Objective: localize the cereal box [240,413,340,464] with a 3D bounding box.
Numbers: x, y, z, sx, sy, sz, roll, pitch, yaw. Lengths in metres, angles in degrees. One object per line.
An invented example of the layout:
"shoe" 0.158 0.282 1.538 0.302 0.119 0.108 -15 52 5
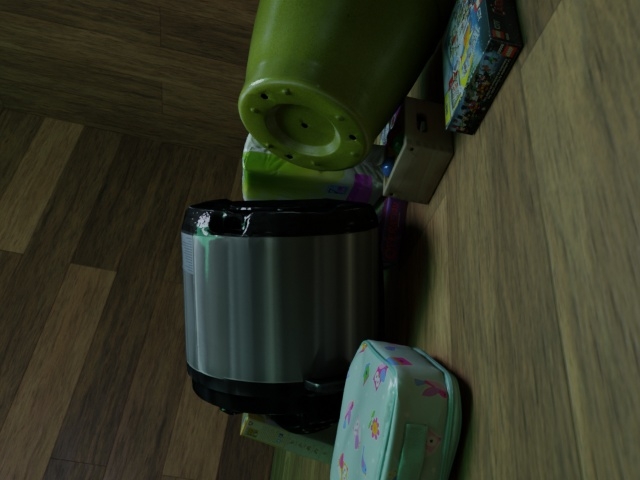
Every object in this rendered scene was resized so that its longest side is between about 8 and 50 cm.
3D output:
"cereal box" -0.041 0.380 1.211 0.173 0.240 0.047 -112 45 -81

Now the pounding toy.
"pounding toy" 0.155 -0.153 1.070 0.206 0.094 0.181 109 170 -50

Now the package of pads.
"package of pads" -0.017 -0.136 1.245 0.229 0.296 0.101 123 153 -75

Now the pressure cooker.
"pressure cooker" -0.073 0.135 1.095 0.370 0.375 0.421 -24 -66 -75

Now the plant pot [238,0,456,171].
"plant pot" 0.024 -0.328 1.057 0.366 0.366 0.353 115 175 -66

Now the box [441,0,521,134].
"box" 0.230 -0.294 0.871 0.159 0.044 0.233 109 170 -53

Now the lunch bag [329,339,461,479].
"lunch bag" 0.093 0.285 0.769 0.224 0.107 0.279 -167 86 -79

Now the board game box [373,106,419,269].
"board game box" 0.149 -0.108 1.285 0.208 0.056 0.347 145 136 -75
